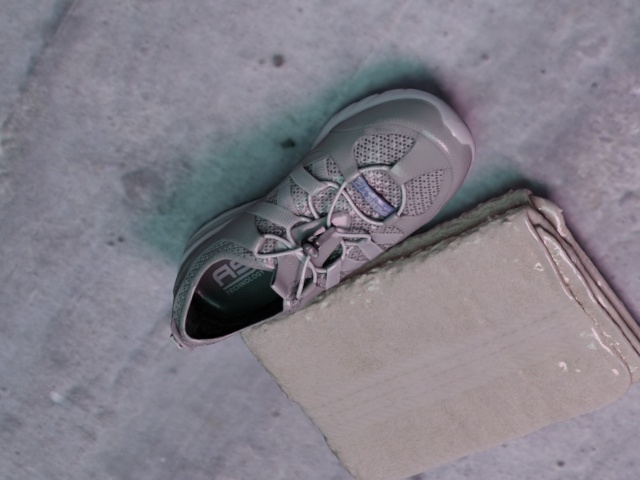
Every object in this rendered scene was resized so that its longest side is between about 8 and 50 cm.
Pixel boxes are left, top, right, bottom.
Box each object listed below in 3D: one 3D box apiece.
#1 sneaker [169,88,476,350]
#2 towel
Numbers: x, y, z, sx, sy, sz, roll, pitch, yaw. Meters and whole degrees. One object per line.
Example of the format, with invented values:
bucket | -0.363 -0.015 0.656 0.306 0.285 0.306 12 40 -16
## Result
sneaker | 0.000 0.000 1.313 0.105 0.115 0.281 42 124 -15
towel | 0.094 0.078 1.385 0.282 0.049 0.187 -24 116 30
